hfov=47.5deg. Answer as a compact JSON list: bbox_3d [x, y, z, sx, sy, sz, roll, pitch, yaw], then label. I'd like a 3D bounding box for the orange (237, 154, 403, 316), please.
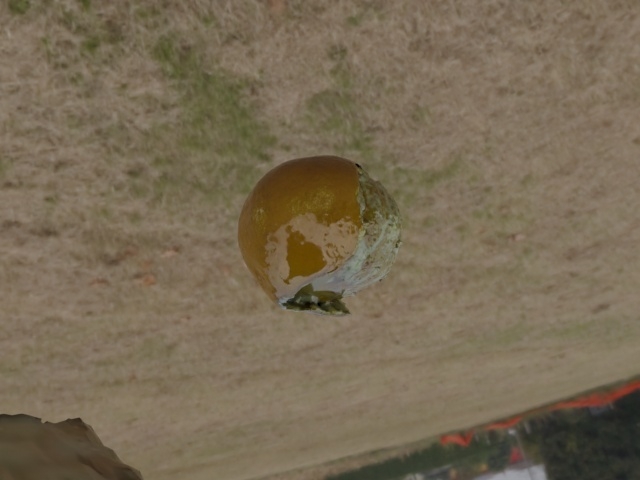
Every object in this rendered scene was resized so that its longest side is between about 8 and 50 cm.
[{"bbox_3d":[0.000,0.000,0.657,0.156,0.134,0.157,7,153,3],"label":"orange"}]

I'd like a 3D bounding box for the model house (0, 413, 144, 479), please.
[{"bbox_3d":[-0.177,0.276,0.200,0.399,0.395,0.445,24,-179,34],"label":"model house"}]
